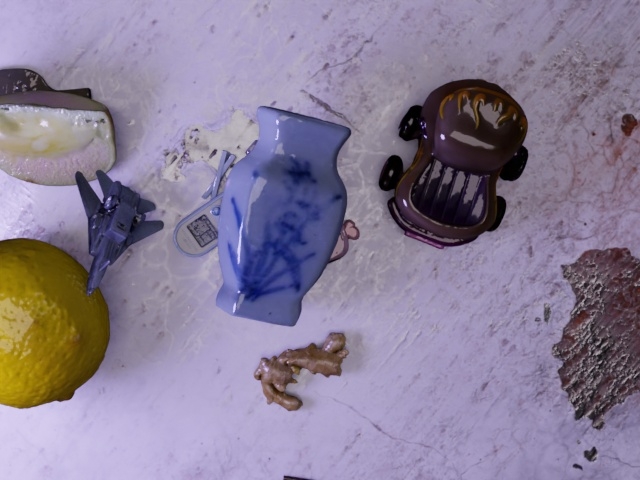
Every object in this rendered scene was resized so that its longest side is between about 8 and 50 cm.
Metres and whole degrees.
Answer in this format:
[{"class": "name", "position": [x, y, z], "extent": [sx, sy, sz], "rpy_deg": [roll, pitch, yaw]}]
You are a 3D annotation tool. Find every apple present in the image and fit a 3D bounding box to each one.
[{"class": "apple", "position": [-0.540, -0.204, 1.832], "extent": [0.265, 0.120, 0.193], "rpy_deg": [2, 127, -10]}]

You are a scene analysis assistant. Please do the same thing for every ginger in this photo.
[{"class": "ginger", "position": [-0.044, 0.269, 1.922], "extent": [0.176, 0.052, 0.193], "rpy_deg": [16, 95, -9]}]

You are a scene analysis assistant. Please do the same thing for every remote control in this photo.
[{"class": "remote control", "position": [-0.194, -0.054, 1.894], "extent": [0.244, 0.047, 0.087], "rpy_deg": [-34, 103, -1]}]

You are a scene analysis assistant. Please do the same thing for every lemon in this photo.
[{"class": "lemon", "position": [-0.569, 0.157, 1.772], "extent": [0.336, 0.336, 0.335], "rpy_deg": [0, 94, -2]}]

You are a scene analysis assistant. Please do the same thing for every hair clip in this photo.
[{"class": "hair clip", "position": [-0.209, -0.133, 1.900], "extent": [0.030, 0.039, 0.115], "rpy_deg": [27, 104, -1]}]

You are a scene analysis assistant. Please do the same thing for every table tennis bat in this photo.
[{"class": "table tennis bat", "position": [-0.586, -0.287, 1.876], "extent": [0.235, 0.022, 0.131], "rpy_deg": [-4, 94, 0]}]

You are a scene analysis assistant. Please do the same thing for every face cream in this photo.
[{"class": "face cream", "position": [-0.113, -0.169, 1.901], "extent": [0.083, 0.021, 0.040], "rpy_deg": [41, 92, -4]}]

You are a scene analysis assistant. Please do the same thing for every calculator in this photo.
[{"class": "calculator", "position": [0.000, 0.000, 1.917], "extent": [0.166, 0.024, 0.103], "rpy_deg": [-19, 95, 1]}]

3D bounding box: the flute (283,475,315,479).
[{"class": "flute", "position": [0.053, 0.528, 1.965], "extent": [0.270, 0.014, 0.014], "rpy_deg": [10, 94, -3]}]

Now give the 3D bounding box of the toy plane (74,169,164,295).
[{"class": "toy plane", "position": [-0.406, -0.008, 1.785], "extent": [0.212, 0.267, 0.088], "rpy_deg": [34, 129, -27]}]

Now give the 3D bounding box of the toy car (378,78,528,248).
[{"class": "toy car", "position": [0.276, -0.151, 1.810], "extent": [0.271, 0.240, 0.340], "rpy_deg": [20, 90, -2]}]

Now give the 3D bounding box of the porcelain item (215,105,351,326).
[{"class": "porcelain item", "position": [-0.077, -0.047, 1.800], "extent": [0.243, 0.178, 0.405], "rpy_deg": [12, 100, -15]}]
